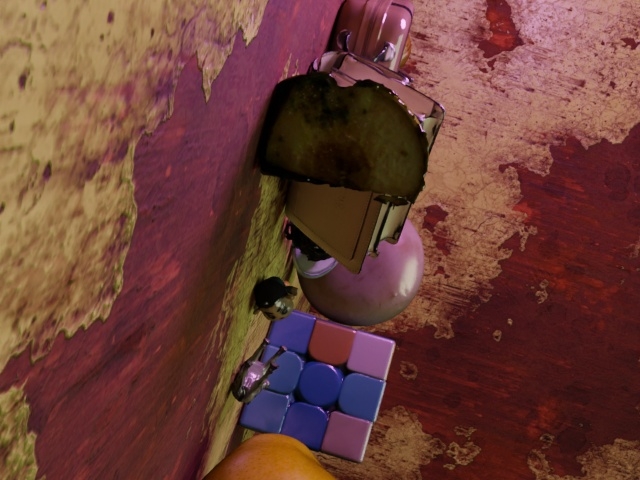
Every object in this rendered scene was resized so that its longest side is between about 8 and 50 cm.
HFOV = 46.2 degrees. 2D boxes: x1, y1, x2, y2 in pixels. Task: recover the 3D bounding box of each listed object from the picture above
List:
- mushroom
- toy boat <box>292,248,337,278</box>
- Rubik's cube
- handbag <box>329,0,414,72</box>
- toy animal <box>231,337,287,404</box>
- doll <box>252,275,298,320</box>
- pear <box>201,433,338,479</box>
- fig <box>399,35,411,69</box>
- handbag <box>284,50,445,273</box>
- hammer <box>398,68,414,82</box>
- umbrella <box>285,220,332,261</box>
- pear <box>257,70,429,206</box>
[{"bbox_3d":[0.113,0.059,2.114,0.294,0.362,0.362,2,105,-79],"label":"mushroom"},{"bbox_3d":[0.000,0.000,1.956,0.079,0.134,0.207,-146,-103,-83],"label":"toy boat"},{"bbox_3d":[-0.007,0.411,2.117,0.347,0.347,0.344,97,10,-75],"label":"Rubik's cube"},{"bbox_3d":[0.084,-0.344,1.532,0.283,0.149,0.301,-62,171,-63],"label":"handbag"},{"bbox_3d":[-0.149,0.303,1.626,0.176,0.073,0.217,-59,176,15],"label":"toy animal"},{"bbox_3d":[-0.093,0.118,1.524,0.089,0.102,0.179,64,8,2],"label":"doll"},{"bbox_3d":[-0.090,0.572,1.394,0.418,0.362,0.362,-94,-164,-58],"label":"pear"},{"bbox_3d":[0.141,-0.454,1.937,0.151,0.151,0.259,100,12,-63],"label":"fig"},{"bbox_3d":[0.062,-0.144,1.407,0.160,0.237,0.358,-39,155,-38],"label":"handbag"},{"bbox_3d":[0.137,-0.410,1.712,0.292,0.029,0.058,51,-44,50],"label":"hammer"},{"bbox_3d":[0.008,-0.020,1.754,0.336,0.154,0.128,44,22,-80],"label":"umbrella"},{"bbox_3d":[0.050,-0.151,1.144,0.255,0.238,0.164,-32,133,-82],"label":"pear"}]
